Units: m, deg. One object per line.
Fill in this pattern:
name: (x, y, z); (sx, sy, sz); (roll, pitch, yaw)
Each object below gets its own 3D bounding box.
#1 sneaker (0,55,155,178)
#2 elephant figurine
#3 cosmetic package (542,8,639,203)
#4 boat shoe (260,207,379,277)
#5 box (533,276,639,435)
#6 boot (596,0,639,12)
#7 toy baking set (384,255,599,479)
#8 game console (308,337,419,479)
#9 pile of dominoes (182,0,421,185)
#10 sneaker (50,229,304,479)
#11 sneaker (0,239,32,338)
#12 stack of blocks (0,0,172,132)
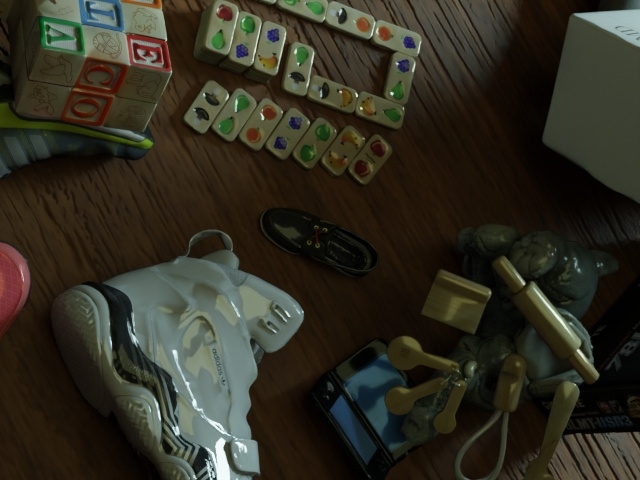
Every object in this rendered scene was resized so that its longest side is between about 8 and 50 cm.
sneaker: (-0.298, -0.113, 1.876); (0.300, 0.121, 0.111); (8, 39, -39)
elephant figurine: (0.203, 0.112, 2.037); (0.186, 0.169, 0.239); (5, 81, 16)
cosmetic package: (0.496, -0.153, 2.117); (0.453, 0.230, 0.161); (-9, 120, -34)
boat shoe: (0.001, -0.002, 2.018); (0.133, 0.042, 0.049); (26, 71, -16)
box: (0.408, 0.087, 2.042); (0.295, 0.293, 0.073); (-42, 105, -25)
boot: (0.312, -0.361, 2.216); (0.223, 0.118, 0.338); (30, 63, -7)
toy baking set: (0.179, 0.145, 1.955); (0.197, 0.030, 0.256); (-43, 98, 4)
game console: (0.057, 0.178, 1.984); (0.122, 0.071, 0.107); (56, 19, -4)
pile of dominoes: (-0.013, -0.177, 2.050); (0.251, 0.040, 0.196); (18, 72, -20)
sneaker: (-0.091, 0.168, 1.883); (0.210, 0.137, 0.366); (-31, 89, -24)
sneaker: (-0.388, 0.095, 1.766); (0.314, 0.136, 0.116); (-32, 94, -27)
stack of blocks: (-0.252, -0.251, 1.859); (0.171, 0.087, 0.297); (8, 47, -24)
